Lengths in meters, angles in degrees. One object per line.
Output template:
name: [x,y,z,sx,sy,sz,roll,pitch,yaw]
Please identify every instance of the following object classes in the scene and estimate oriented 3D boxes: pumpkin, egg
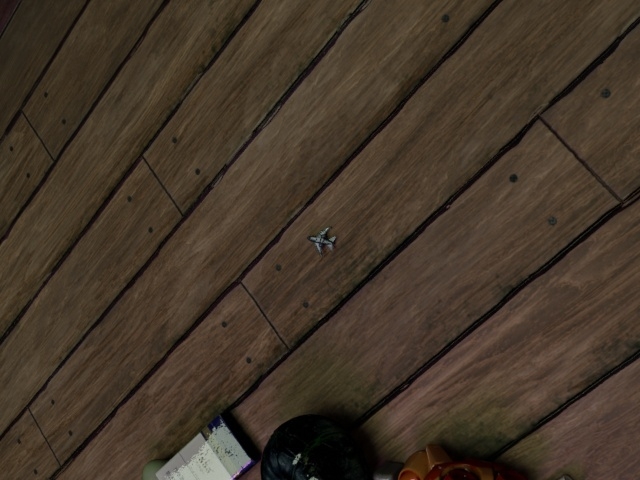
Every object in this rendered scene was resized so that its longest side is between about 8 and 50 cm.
pumpkin: [-0.001,0.572,1.672,0.315,0.238,0.315,25,121,50]
egg: [-0.454,0.699,2.012,0.152,0.114,0.114,29,107,26]

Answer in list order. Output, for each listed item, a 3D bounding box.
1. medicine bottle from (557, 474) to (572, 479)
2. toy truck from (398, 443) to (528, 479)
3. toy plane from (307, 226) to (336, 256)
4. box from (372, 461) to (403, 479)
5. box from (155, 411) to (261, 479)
medicine bottle: [0.501,0.543,1.476,0.089,0.052,0.052,-46,71,25]
toy truck: [0.313,0.560,1.533,0.265,0.239,0.189,8,100,-11]
toy plane: [0.000,0.000,1.750,0.083,0.031,0.078,13,84,27]
box: [0.174,0.661,1.646,0.055,0.103,0.244,-6,90,25]
box: [-0.308,0.618,1.904,0.259,0.071,0.168,-42,70,4]
